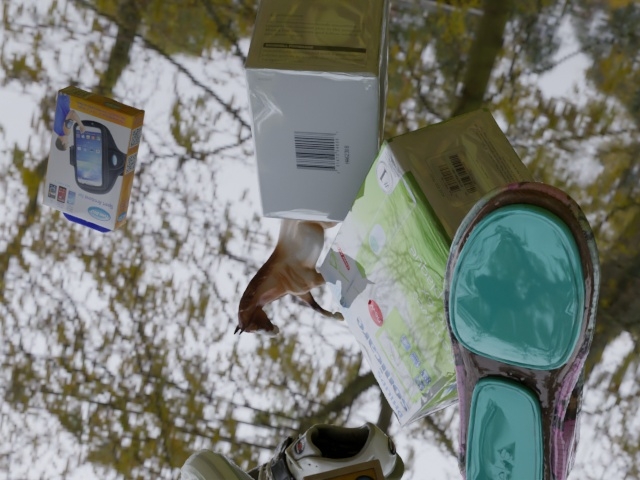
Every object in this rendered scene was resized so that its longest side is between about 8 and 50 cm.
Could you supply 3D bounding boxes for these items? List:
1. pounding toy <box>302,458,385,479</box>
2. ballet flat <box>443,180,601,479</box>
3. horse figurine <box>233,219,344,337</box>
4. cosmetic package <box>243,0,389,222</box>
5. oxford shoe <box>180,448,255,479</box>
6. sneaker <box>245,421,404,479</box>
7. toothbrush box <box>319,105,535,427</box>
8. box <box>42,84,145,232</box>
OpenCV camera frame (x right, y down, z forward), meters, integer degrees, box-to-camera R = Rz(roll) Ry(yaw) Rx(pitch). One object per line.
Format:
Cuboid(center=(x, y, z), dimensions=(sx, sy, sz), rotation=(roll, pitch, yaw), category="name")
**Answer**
Cuboid(center=(0.090, 0.445, 1.585), dimensions=(0.206, 0.094, 0.181), rotation=(-11, -116, -12), category="pounding toy")
Cuboid(center=(0.108, 0.051, 0.516), dimensions=(0.077, 0.221, 0.079), rotation=(13, -141, 26), category="ballet flat")
Cuboid(center=(0.000, 0.000, 1.222), dimensions=(0.174, 0.263, 0.066), rotation=(14, -169, -35), category="horse figurine")
Cuboid(center=(0.005, -0.176, 1.107), dimensions=(0.138, 0.224, 0.225), rotation=(4, -130, 6), category="cosmetic package")
Cuboid(center=(-0.014, 0.336, 1.076), dimensions=(0.130, 0.449, 0.169), rotation=(-39, -136, -10), category="oxford shoe")
Cuboid(center=(-0.034, 0.384, 1.735), dimensions=(0.330, 0.146, 0.122), rotation=(-19, -142, 8), category="sneaker")
Cuboid(center=(0.121, 0.037, 1.006), dimensions=(0.122, 0.283, 0.206), rotation=(-20, -109, -21), category="toothbrush box")
Cuboid(center=(-0.220, -0.071, 0.962), dimensions=(0.081, 0.136, 0.028), rotation=(19, -158, 11), category="box")
